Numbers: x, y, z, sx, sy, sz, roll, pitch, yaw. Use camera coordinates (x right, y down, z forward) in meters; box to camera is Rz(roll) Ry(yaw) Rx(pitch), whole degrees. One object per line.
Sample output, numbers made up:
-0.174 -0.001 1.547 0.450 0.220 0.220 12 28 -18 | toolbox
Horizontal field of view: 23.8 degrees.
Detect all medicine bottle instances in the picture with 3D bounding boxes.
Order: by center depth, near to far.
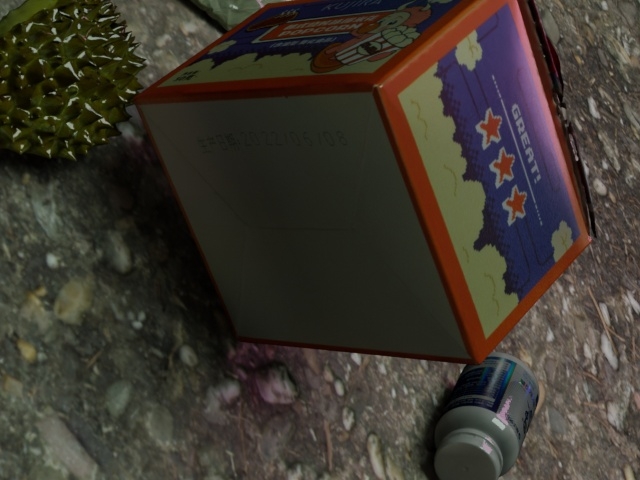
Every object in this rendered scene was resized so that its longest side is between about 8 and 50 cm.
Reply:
0.204 0.229 1.888 0.107 0.107 0.191 51 32 -11 | medicine bottle

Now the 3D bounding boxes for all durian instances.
-0.276 -0.185 1.577 0.306 0.166 0.172 -59 143 -49 | durian

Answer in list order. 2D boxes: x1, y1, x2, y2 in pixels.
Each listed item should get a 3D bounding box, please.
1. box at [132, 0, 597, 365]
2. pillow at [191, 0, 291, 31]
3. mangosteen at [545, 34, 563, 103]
0.052 -0.076 1.587 0.257 0.348 0.318 -40 118 -39 | box
-0.087 -0.400 1.988 0.274 0.076 0.281 36 58 -32 | pillow
0.225 -0.214 2.222 0.261 0.235 0.235 -30 88 -16 | mangosteen
